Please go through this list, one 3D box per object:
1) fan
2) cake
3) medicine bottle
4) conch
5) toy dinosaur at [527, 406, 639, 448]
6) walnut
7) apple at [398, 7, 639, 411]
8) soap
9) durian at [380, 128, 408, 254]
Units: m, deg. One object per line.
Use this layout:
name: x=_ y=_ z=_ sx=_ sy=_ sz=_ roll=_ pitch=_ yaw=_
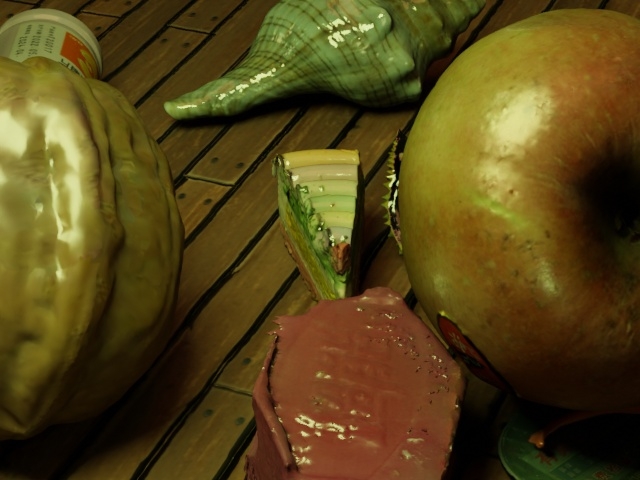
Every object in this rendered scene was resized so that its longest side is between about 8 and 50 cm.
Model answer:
fan: x=0.306 y=0.178 z=1.518 sx=0.294 sy=0.012 sz=0.223 roll=10 pitch=32 yaw=15
cake: x=0.021 y=-0.003 z=1.713 sx=0.090 sy=0.109 sz=0.225 roll=-8 pitch=32 yaw=-12
medicine bottle: x=-0.315 y=-0.146 z=1.923 sx=0.133 sy=0.133 sz=0.249 roll=0 pitch=31 yaw=1
conch: x=0.005 y=-0.235 z=2.038 sx=0.386 sy=0.169 sz=0.203 roll=-4 pitch=7 yaw=-9
toy dinosaur: x=0.320 y=0.149 z=1.505 sx=0.280 sy=0.055 sz=0.101 roll=-8 pitch=18 yaw=-14
walnut: x=-0.270 y=0.011 z=1.524 sx=0.306 sy=0.306 sz=0.344 roll=-5 pitch=57 yaw=-8
apple: x=0.216 y=-0.022 z=1.499 sx=0.338 sy=0.338 sz=0.305 roll=-11 pitch=3 yaw=-16
soap: x=0.030 y=0.153 z=1.470 sx=0.182 sy=0.112 sz=0.289 roll=10 pitch=32 yaw=7
durian: x=0.144 y=-0.016 z=1.771 sx=0.187 sy=0.119 sz=0.108 roll=29 pitch=5 yaw=33
